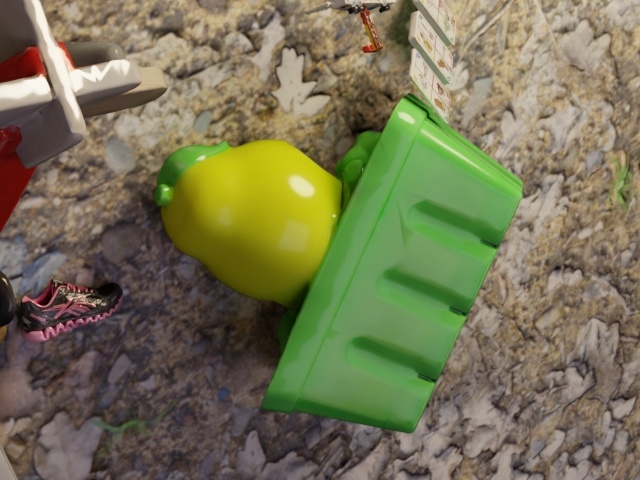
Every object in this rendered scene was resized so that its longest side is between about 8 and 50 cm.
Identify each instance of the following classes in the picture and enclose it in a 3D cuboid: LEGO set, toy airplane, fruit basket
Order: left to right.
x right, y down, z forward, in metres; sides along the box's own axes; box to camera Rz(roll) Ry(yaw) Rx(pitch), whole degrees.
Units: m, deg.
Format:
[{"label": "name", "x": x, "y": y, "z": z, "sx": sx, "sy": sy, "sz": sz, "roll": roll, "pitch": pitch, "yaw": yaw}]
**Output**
[{"label": "toy airplane", "x": -0.342, "y": -0.107, "z": 1.686, "sx": 0.384, "sy": 0.272, "sz": 0.386, "roll": -35, "pitch": 161, "yaw": -1}, {"label": "fruit basket", "x": 0.000, "y": 0.000, "z": 2.033, "sx": 0.392, "sy": 0.283, "sz": 0.392, "roll": 1, "pitch": 96, "yaw": 7}, {"label": "LEGO set", "x": 0.063, "y": -0.256, "z": 2.000, "sx": 0.060, "sy": 0.182, "sz": 0.244, "roll": -21, "pitch": 130, "yaw": 27}]

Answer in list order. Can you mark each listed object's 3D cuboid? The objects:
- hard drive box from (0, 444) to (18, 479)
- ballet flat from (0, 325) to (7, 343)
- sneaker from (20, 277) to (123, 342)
[{"label": "hard drive box", "x": -0.432, "y": 0.281, "z": 1.923, "sx": 0.232, "sy": 0.089, "sz": 0.181, "roll": -31, "pitch": 126, "yaw": -19}, {"label": "ballet flat", "x": -0.448, "y": 0.126, "z": 1.816, "sx": 0.342, "sy": 0.124, "sz": 0.116, "roll": -3, "pitch": 113, "yaw": -34}, {"label": "sneaker", "x": -0.265, "y": 0.063, "z": 1.970, "sx": 0.119, "sy": 0.047, "sz": 0.057, "roll": -23, "pitch": 111, "yaw": -26}]
